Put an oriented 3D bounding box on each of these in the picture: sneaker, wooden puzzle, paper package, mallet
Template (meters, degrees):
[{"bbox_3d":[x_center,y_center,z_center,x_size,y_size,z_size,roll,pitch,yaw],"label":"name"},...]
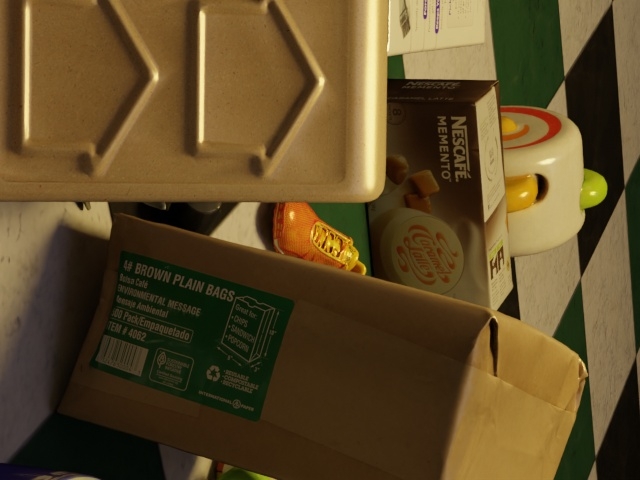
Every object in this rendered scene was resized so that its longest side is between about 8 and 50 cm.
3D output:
[{"bbox_3d":[0.000,0.000,1.752,0.175,0.067,0.064,45,53,-60],"label":"sneaker"},{"bbox_3d":[-0.110,-0.189,1.270,0.348,0.080,0.322,-1,93,-26],"label":"wooden puzzle"},{"bbox_3d":[0.011,0.111,1.414,0.309,0.325,0.168,28,77,-67],"label":"paper package"},{"bbox_3d":[-0.079,-0.078,1.524,0.190,0.039,0.062,-63,-176,-31],"label":"mallet"}]

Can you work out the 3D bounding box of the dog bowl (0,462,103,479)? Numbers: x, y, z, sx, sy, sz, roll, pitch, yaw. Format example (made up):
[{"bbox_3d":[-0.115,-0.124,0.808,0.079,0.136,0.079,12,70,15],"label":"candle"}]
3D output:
[{"bbox_3d":[-0.214,0.282,1.190,0.265,0.104,0.265,2,90,-68],"label":"dog bowl"}]

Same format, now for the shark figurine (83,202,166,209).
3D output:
[{"bbox_3d":[-0.107,-0.138,1.412,0.278,0.116,0.166,-50,136,-60],"label":"shark figurine"}]

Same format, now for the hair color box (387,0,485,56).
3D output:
[{"bbox_3d":[0.080,-0.292,1.872,0.339,0.110,0.185,-21,113,-68],"label":"hair color box"}]

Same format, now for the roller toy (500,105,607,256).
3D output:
[{"bbox_3d":[0.218,-0.078,2.126,0.209,0.191,0.146,-27,121,-39],"label":"roller toy"}]

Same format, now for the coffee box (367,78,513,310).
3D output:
[{"bbox_3d":[0.131,-0.050,1.976,0.098,0.141,0.246,-43,132,-60],"label":"coffee box"}]

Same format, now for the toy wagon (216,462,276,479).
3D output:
[{"bbox_3d":[-0.028,0.227,1.706,0.267,0.068,0.344,-24,114,-67],"label":"toy wagon"}]
